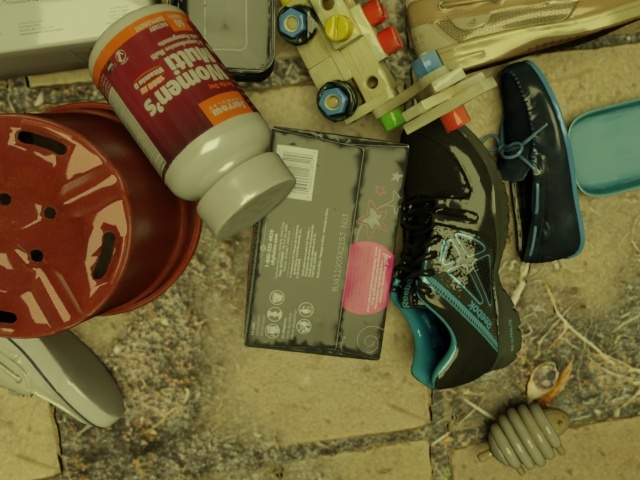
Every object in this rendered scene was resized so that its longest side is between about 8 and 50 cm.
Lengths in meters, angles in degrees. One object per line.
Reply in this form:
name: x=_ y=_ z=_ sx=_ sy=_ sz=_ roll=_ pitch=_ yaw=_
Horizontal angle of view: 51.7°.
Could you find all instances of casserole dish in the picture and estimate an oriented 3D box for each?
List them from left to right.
casserole dish: x=0.401 y=-0.124 z=0.866 sx=0.188 sy=0.037 sz=0.114 roll=-15 pitch=97 yaw=-4

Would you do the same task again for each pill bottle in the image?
pill bottle: x=-0.128 y=-0.119 z=0.675 sx=0.121 sy=0.121 sz=0.221 roll=-37 pitch=82 yaw=0

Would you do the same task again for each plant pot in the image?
plant pot: x=-0.275 y=-0.023 z=0.706 sx=0.272 sy=0.265 sz=0.273 roll=-1 pitch=96 yaw=-5

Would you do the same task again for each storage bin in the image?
storage bin: x=-0.115 y=-0.285 z=0.784 sx=0.121 sy=0.084 sz=0.180 roll=0 pitch=97 yaw=-5

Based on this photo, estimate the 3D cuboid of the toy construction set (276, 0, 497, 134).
toy construction set: x=0.065 y=-0.253 z=0.749 sx=0.215 sy=0.151 sz=0.328 roll=-26 pitch=80 yaw=23

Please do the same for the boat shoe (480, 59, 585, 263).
boat shoe: x=0.261 y=-0.091 z=0.825 sx=0.088 sy=0.109 sz=0.259 roll=-17 pitch=95 yaw=1

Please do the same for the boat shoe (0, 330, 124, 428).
boat shoe: x=-0.360 y=0.144 z=0.804 sx=0.267 sy=0.096 sz=0.088 roll=43 pitch=95 yaw=-6

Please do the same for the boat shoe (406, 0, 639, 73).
boat shoe: x=0.276 y=-0.287 z=0.796 sx=0.340 sy=0.121 sz=0.110 roll=-16 pitch=96 yaw=-1

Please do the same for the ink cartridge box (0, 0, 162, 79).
ink cartridge box: x=-0.349 y=-0.331 z=0.736 sx=0.309 sy=0.130 sz=0.272 roll=-8 pitch=94 yaw=-4

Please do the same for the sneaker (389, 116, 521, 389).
sneaker: x=0.149 y=0.015 z=0.795 sx=0.139 sy=0.125 sz=0.341 roll=-19 pitch=97 yaw=-32

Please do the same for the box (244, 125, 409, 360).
box: x=0.000 y=0.000 z=0.794 sx=0.163 sy=0.142 sz=0.248 roll=7 pitch=94 yaw=-4

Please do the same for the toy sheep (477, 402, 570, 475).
toy sheep: x=0.269 y=0.262 z=0.873 sx=0.132 sy=0.091 sz=0.091 roll=-33 pitch=98 yaw=5
